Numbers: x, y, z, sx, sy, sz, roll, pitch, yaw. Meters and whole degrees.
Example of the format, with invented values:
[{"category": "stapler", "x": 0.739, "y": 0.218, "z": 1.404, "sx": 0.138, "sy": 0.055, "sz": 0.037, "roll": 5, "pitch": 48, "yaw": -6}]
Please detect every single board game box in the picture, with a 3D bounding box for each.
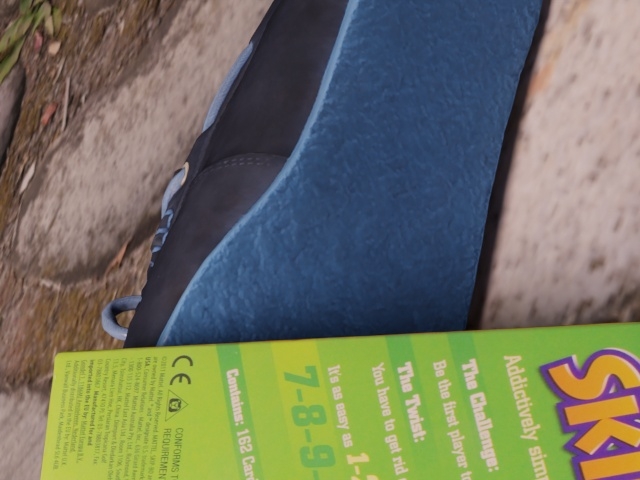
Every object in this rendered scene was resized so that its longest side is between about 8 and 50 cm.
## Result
[{"category": "board game box", "x": 0.032, "y": 0.091, "z": 0.573, "sx": 0.259, "sy": 0.039, "sz": 0.124, "roll": -5, "pitch": 64, "yaw": 18}]

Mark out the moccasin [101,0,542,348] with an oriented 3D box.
[{"category": "moccasin", "x": 0.000, "y": 0.000, "z": 0.735, "sx": 0.117, "sy": 0.138, "sz": 0.342, "roll": -8, "pitch": 52, "yaw": 61}]
